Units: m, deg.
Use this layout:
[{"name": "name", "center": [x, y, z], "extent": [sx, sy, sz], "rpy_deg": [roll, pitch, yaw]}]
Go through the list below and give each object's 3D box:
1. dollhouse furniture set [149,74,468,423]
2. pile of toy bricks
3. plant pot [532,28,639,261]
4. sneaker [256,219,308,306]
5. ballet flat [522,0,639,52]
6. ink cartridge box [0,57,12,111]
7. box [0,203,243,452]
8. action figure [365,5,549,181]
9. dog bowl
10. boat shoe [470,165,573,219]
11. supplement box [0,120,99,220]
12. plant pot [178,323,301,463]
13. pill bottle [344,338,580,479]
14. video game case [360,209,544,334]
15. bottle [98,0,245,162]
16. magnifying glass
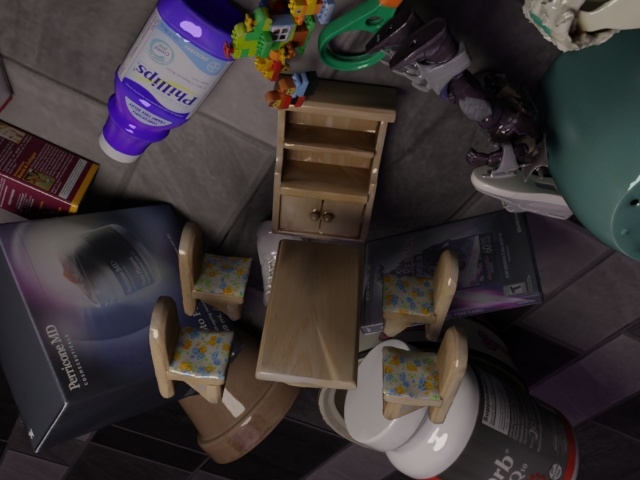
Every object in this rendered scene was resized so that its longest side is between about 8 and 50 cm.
[{"name": "dollhouse furniture set", "center": [0.000, 0.000, 0.843], "extent": [0.363, 0.394, 0.256], "rpy_deg": [6, 135, 0]}, {"name": "pile of toy bricks", "center": [-0.064, -0.240, 0.752], "extent": [0.105, 0.118, 0.212], "rpy_deg": [-12, 161, -20]}, {"name": "plant pot", "center": [0.435, -0.111, 0.797], "extent": [0.293, 0.235, 0.293], "rpy_deg": [3, 135, 3]}, {"name": "sneaker", "center": [-0.065, 0.066, 1.114], "extent": [0.091, 0.115, 0.232], "rpy_deg": [-2, 135, 8]}, {"name": "ballet flat", "center": [0.427, -0.309, 0.672], "extent": [0.409, 0.147, 0.147], "rpy_deg": [-21, 129, 24]}, {"name": "ink cartridge box", "center": [-0.615, -0.195, 0.836], "extent": [0.307, 0.226, 0.131], "rpy_deg": [4, 134, 4]}, {"name": "box", "center": [-0.331, 0.119, 0.988], "extent": [0.294, 0.296, 0.182], "rpy_deg": [-13, 153, -44]}, {"name": "action figure", "center": [0.194, -0.173, 0.792], "extent": [0.285, 0.185, 0.099], "rpy_deg": [31, 121, -31]}, {"name": "dog bowl", "center": [0.199, 0.274, 1.272], "extent": [0.408, 0.150, 0.407], "rpy_deg": [3, 135, 3]}, {"name": "boat shoe", "center": [0.315, -0.070, 0.980], "extent": [0.184, 0.066, 0.063], "rpy_deg": [6, 135, -13]}, {"name": "supplement box", "center": [-0.465, -0.103, 0.997], "extent": [0.188, 0.104, 0.081], "rpy_deg": [25, 133, -17]}, {"name": "plant pot", "center": [-0.199, 0.271, 1.266], "extent": [0.263, 0.263, 0.229], "rpy_deg": [-35, 106, 34]}, {"name": "pill bottle", "center": [0.233, 0.313, 1.053], "extent": [0.363, 0.210, 0.210], "rpy_deg": [29, 131, -21]}, {"name": "video game case", "center": [0.198, 0.046, 1.007], "extent": [0.274, 0.196, 0.026], "rpy_deg": [-13, 130, 19]}, {"name": "bottle", "center": [-0.217, -0.215, 0.864], "extent": [0.118, 0.092, 0.283], "rpy_deg": [30, 131, -25]}, {"name": "magnifying glass", "center": [0.069, -0.275, 0.762], "extent": [0.092, 0.026, 0.231], "rpy_deg": [4, 162, -23]}]
